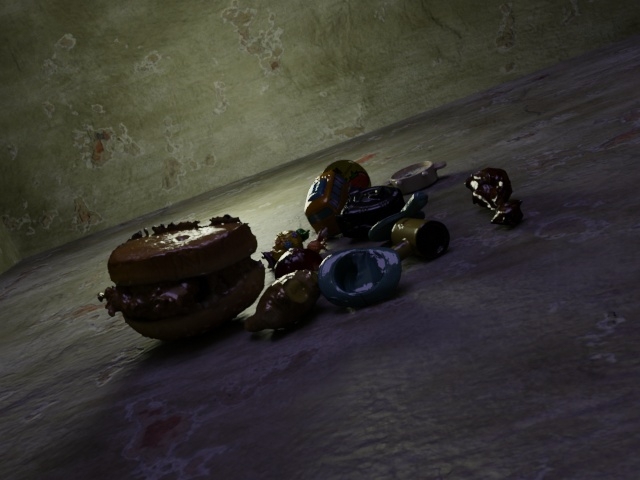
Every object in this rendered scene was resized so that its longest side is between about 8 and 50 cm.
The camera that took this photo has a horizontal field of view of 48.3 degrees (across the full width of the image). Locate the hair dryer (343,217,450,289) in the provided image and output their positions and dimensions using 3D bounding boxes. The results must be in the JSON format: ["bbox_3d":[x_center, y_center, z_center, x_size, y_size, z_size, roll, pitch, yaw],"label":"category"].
[{"bbox_3d":[0.157,0.040,1.670,0.279,0.090,0.135,-33,18,-18],"label":"hair dryer"}]

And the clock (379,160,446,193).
[{"bbox_3d":[0.308,-0.203,2.348,0.229,0.063,0.155,-20,17,14],"label":"clock"}]

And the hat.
[{"bbox_3d":[0.092,0.082,1.563,0.191,0.078,0.138,-8,59,18],"label":"hat"}]

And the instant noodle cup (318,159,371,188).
[{"bbox_3d":[0.062,-0.169,2.372,0.182,0.182,0.144,-25,5,-14],"label":"instant noodle cup"}]

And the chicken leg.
[{"bbox_3d":[0.439,-0.101,1.781,0.113,0.093,0.304,-35,19,16],"label":"chicken leg"}]

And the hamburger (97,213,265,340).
[{"bbox_3d":[-0.368,0.116,1.731,0.446,0.268,0.287,-5,20,35],"label":"hamburger"}]

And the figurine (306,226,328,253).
[{"bbox_3d":[0.000,0.000,2.058,0.047,0.064,0.109,10,38,23],"label":"figurine"}]

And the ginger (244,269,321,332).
[{"bbox_3d":[-0.070,0.132,1.600,0.216,0.102,0.157,-37,-6,-32],"label":"ginger"}]

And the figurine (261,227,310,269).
[{"bbox_3d":[-0.088,0.015,2.044,0.156,0.094,0.115,-31,6,-20],"label":"figurine"}]

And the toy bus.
[{"bbox_3d":[0.027,-0.115,2.170,0.126,0.136,0.209,-26,32,30],"label":"toy bus"}]

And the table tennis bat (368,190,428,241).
[{"bbox_3d":[0.208,-0.053,1.802,0.153,0.040,0.244,-13,-20,-22],"label":"table tennis bat"}]

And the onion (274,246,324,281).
[{"bbox_3d":[-0.049,0.076,1.741,0.131,0.131,0.131,-20,15,5],"label":"onion"}]

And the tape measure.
[{"bbox_3d":[0.153,-0.093,2.027,0.186,0.112,0.199,-6,31,20],"label":"tape measure"}]
